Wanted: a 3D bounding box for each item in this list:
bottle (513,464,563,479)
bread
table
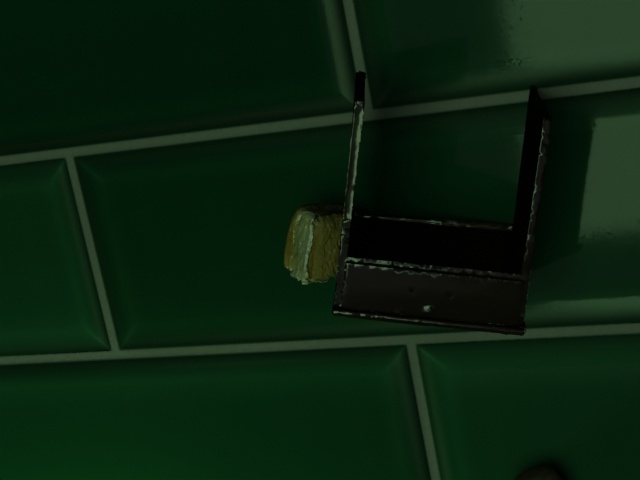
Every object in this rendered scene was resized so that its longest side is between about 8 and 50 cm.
[{"bbox_3d":[0.339,0.419,1.938,0.209,0.097,0.110,61,161,-4],"label":"bottle"},{"bbox_3d":[0.000,0.000,1.924,0.082,0.125,0.106,10,103,38],"label":"bread"},{"bbox_3d":[0.152,-0.054,1.765,0.250,0.196,0.282,6,109,3],"label":"table"}]
